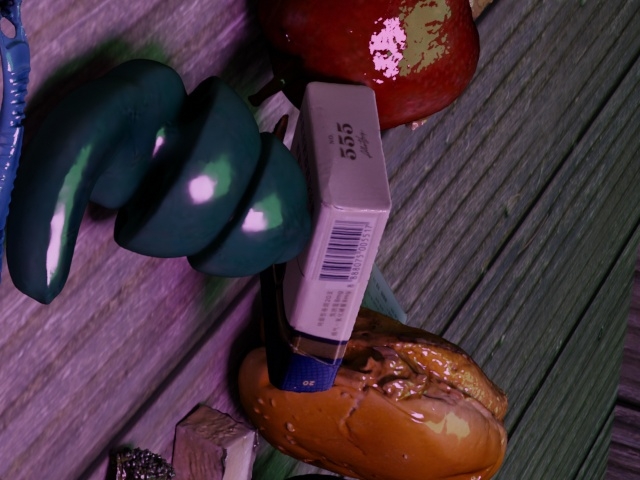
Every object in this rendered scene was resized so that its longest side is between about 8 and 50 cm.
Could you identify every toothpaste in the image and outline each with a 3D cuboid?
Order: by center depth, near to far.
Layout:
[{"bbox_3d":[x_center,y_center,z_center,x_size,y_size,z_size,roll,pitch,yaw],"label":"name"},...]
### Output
[{"bbox_3d":[0.035,0.067,2.189,0.313,0.071,0.089,57,50,-64],"label":"toothpaste"}]

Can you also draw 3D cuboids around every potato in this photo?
[{"bbox_3d":[-0.112,0.241,1.922,0.061,0.086,0.122,-18,124,-50],"label":"potato"}]

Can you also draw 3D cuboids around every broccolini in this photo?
[{"bbox_3d":[-0.203,0.300,1.789,0.067,0.058,0.216,19,96,-29],"label":"broccolini"}]

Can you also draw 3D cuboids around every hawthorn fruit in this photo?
[{"bbox_3d":[0.032,-0.201,1.793,0.266,0.210,0.230,-42,148,-36],"label":"hawthorn fruit"}]

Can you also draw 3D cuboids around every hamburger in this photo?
[{"bbox_3d":[0.060,0.171,2.009,0.314,0.289,0.170,47,57,-62],"label":"hamburger"}]

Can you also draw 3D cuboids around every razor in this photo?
[{"bbox_3d":[-0.243,-0.066,1.393,0.082,0.042,0.253,-31,134,-64],"label":"razor"}]

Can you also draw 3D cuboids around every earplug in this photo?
[{"bbox_3d":[-0.123,-0.041,1.552,0.164,0.280,0.257,-53,-154,24],"label":"earplug"}]

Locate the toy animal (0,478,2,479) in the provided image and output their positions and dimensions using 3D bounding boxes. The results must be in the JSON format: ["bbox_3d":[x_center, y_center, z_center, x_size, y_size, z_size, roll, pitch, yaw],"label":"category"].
[{"bbox_3d":[-0.276,0.270,1.435,0.178,0.127,0.193,34,72,-71],"label":"toy animal"}]

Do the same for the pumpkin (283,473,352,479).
[{"bbox_3d":[-0.033,0.395,2.062,0.300,0.207,0.300,-55,164,-24],"label":"pumpkin"}]

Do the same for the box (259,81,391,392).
[{"bbox_3d":[0.000,0.000,1.751,0.259,0.071,0.168,108,-18,-44],"label":"box"}]

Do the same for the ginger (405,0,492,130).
[{"bbox_3d":[0.106,-0.235,2.048,0.138,0.152,0.267,-91,-161,-51],"label":"ginger"}]

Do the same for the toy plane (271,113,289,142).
[{"bbox_3d":[-0.068,-0.066,1.807,0.135,0.062,0.188,-51,163,-40],"label":"toy plane"}]
